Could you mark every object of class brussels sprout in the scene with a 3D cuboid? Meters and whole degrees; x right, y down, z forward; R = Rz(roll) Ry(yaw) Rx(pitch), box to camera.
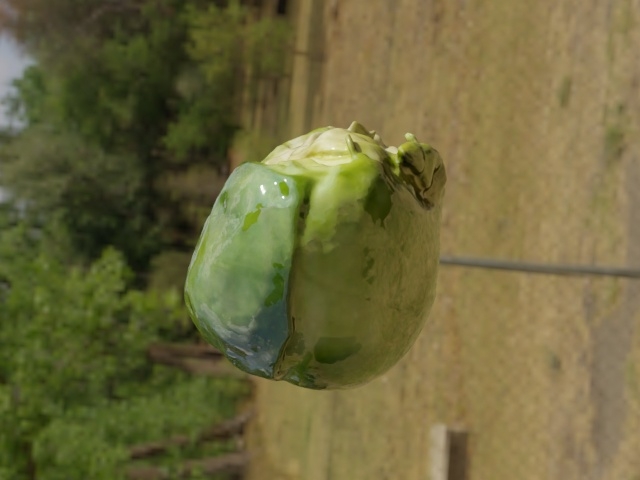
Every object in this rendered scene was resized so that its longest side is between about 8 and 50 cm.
[{"bbox_3d":[-0.001,0.008,0.843,0.183,0.131,0.145,-21,-61,-74],"label":"brussels sprout"}]
